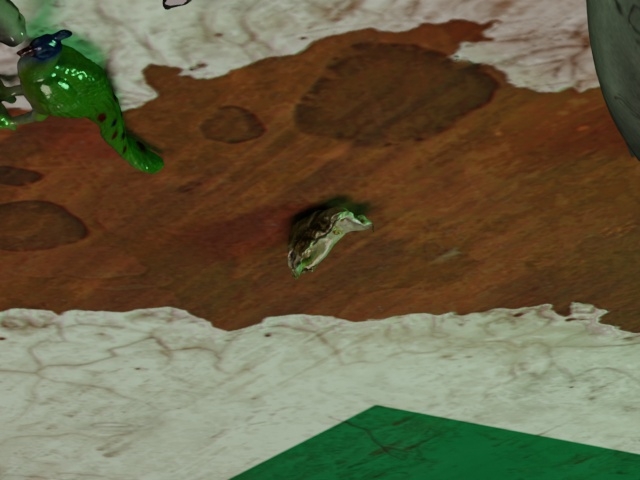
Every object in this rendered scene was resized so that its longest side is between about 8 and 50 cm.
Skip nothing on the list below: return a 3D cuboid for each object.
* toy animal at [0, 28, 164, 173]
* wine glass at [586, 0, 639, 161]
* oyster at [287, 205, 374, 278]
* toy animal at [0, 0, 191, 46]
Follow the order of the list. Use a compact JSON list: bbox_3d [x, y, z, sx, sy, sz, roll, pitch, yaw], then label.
[{"bbox_3d":[-0.158,-0.079,1.203,0.075,0.041,0.217,-9,160,8],"label":"toy animal"},{"bbox_3d":[0.233,-0.151,0.874,0.238,0.238,0.323,-1,150,-6],"label":"wine glass"},{"bbox_3d":[-0.003,0.000,1.409,0.051,0.034,0.093,0,150,-48],"label":"oyster"},{"bbox_3d":[-0.175,-0.160,0.966,0.255,0.089,0.170,-10,152,7],"label":"toy animal"}]
